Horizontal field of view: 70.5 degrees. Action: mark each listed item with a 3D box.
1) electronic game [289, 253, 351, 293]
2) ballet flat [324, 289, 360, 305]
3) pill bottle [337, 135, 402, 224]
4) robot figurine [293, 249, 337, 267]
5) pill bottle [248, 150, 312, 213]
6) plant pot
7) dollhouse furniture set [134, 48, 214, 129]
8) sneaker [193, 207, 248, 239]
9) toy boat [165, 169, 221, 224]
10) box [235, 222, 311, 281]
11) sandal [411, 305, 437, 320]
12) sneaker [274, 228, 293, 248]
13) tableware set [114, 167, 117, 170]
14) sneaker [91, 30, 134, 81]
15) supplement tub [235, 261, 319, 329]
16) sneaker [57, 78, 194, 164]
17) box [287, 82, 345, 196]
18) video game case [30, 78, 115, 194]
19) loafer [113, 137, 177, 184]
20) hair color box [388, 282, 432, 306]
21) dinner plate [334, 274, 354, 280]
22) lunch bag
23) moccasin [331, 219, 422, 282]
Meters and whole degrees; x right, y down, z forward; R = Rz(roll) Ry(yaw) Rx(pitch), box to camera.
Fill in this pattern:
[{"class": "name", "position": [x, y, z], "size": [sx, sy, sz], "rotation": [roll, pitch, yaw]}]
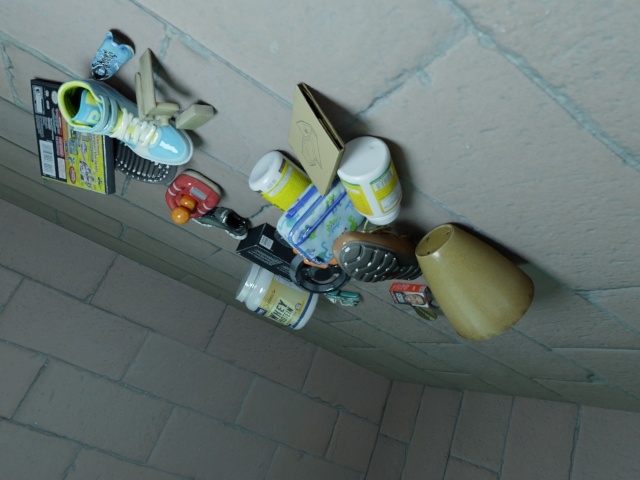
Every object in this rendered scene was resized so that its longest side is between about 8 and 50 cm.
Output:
[{"class": "electronic game", "position": [0.003, 0.106, 1.615], "size": [0.229, 0.048, 0.229], "rotation": [-1, 127, -2]}, {"class": "ballet flat", "position": [0.081, 0.249, 1.978], "size": [0.188, 0.070, 0.070], "rotation": [11, 156, 27]}, {"class": "pill bottle", "position": [0.117, -0.123, 1.009], "size": [0.118, 0.117, 0.208], "rotation": [10, 156, 27]}, {"class": "robot figurine", "position": [0.000, 0.001, 1.398], "size": [0.220, 0.158, 0.128], "rotation": [17, 174, 12]}, {"class": "pill bottle", "position": [-0.072, -0.127, 1.174], "size": [0.215, 0.117, 0.117], "rotation": [36, 154, -32]}, {"class": "plant pot", "position": [0.367, 0.086, 1.166], "size": [0.254, 0.237, 0.237], "rotation": [44, 152, -16]}, {"class": "dollhouse furniture set", "position": [-0.341, -0.340, 1.045], "size": [0.151, 0.123, 0.144], "rotation": [-7, 179, -38]}, {"class": "sneaker", "position": [-0.359, -0.085, 1.609], "size": [0.234, 0.078, 0.106], "rotation": [24, 152, -9]}, {"class": "toy boat", "position": [-0.433, -0.119, 1.472], "size": [0.151, 0.151, 0.231], "rotation": [34, 153, -22]}, {"class": "box", "position": [-0.158, 0.052, 1.700], "size": [0.261, 0.103, 0.184], "rotation": [32, 152, -26]}, {"class": "sandal", "position": [0.379, 0.243, 1.735], "size": [0.180, 0.049, 0.072], "rotation": [38, 151, -3]}, {"class": "sneaker", "position": [-0.022, -0.045, 1.308], "size": [0.235, 0.097, 0.084], "rotation": [-12, 133, 25]}, {"class": "tableware set", "position": [-0.690, -0.273, 1.424], "size": [0.141, 0.020, 0.168], "rotation": [29, -167, -24]}, {"class": "sneaker", "position": [-0.455, -0.386, 0.977], "size": [0.063, 0.073, 0.162], "rotation": [33, 156, -26]}, {"class": "supplement tub", "position": [-0.188, 0.231, 1.979], "size": [0.316, 0.228, 0.228], "rotation": [26, 158, -12]}, {"class": "sneaker", "position": [-0.467, -0.269, 1.077], "size": [0.319, 0.127, 0.208], "rotation": [28, -167, -11]}, {"class": "box", "position": [-0.015, -0.202, 0.947], "size": [0.164, 0.021, 0.201], "rotation": [58, 163, 13]}, {"class": "video game case", "position": [-0.680, -0.283, 1.248], "size": [0.248, 0.035, 0.274], "rotation": [15, 114, 17]}, {"class": "loafer", "position": [-0.558, -0.271, 1.316], "size": [0.366, 0.133, 0.130], "rotation": [27, -174, 10]}, {"class": "hair color box", "position": [0.326, 0.197, 1.643], "size": [0.141, 0.043, 0.072], "rotation": [-1, 128, 42]}, {"class": "dinner plate", "position": [0.080, 0.117, 1.746], "size": [0.141, 0.017, 0.141], "rotation": [18, 157, 8]}, {"class": "lunch bag", "position": [0.009, -0.056, 1.123], "size": [0.090, 0.219, 0.176], "rotation": [39, 174, 45]}, {"class": "moccasin", "position": [0.157, 0.019, 1.175], "size": [0.380, 0.147, 0.139], "rotation": [2, 139, -47]}]
